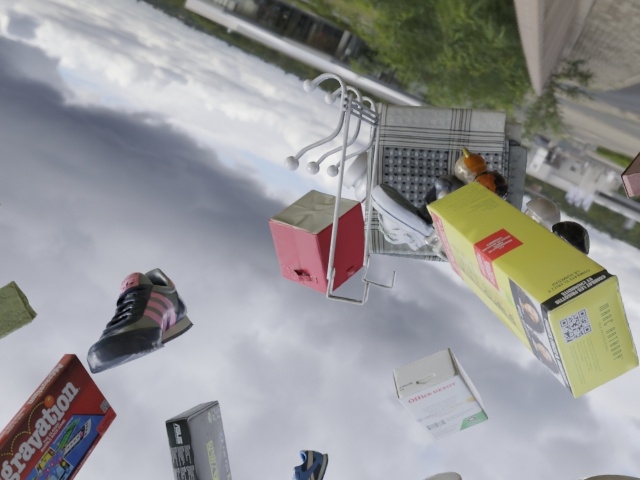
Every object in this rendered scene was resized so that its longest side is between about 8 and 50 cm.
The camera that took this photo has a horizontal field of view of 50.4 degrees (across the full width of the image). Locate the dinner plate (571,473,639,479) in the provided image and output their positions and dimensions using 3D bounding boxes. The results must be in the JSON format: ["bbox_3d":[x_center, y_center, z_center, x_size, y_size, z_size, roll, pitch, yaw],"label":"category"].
[{"bbox_3d":[0.311,0.266,0.692,0.141,0.017,0.141,-2,-174,0],"label":"dinner plate"}]

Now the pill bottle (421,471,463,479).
[{"bbox_3d":[0.193,0.428,0.909,0.214,0.117,0.117,66,-162,1],"label":"pill bottle"}]

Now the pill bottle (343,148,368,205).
[{"bbox_3d":[0.162,-0.121,1.679,0.221,0.121,0.121,37,-167,-2],"label":"pill bottle"}]

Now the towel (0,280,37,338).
[{"bbox_3d":[-0.737,0.172,1.549,0.110,0.148,0.027,57,161,3],"label":"towel"}]

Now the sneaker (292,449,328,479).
[{"bbox_3d":[-0.031,0.458,1.270,0.059,0.053,0.144,24,-133,-2],"label":"sneaker"}]

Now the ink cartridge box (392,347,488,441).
[{"bbox_3d":[0.289,0.373,1.636,0.212,0.154,0.093,53,-162,-38],"label":"ink cartridge box"}]

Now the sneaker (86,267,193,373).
[{"bbox_3d":[-0.305,0.122,1.100,0.319,0.112,0.131,-50,-61,-86],"label":"sneaker"}]

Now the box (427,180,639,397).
[{"bbox_3d":[0.168,0.027,0.577,0.087,0.058,0.232,64,179,-26],"label":"box"}]

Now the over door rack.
[{"bbox_3d":[0.034,-0.072,1.041,0.108,0.324,0.239,-5,-178,17],"label":"over door rack"}]

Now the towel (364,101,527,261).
[{"bbox_3d":[0.252,-0.111,1.347,0.324,0.312,0.056,5,173,-7],"label":"towel"}]

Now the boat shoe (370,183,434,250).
[{"bbox_3d":[0.139,-0.025,1.160,0.226,0.076,0.083,27,-157,-52],"label":"boat shoe"}]

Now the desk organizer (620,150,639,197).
[{"bbox_3d":[0.608,-0.129,1.263,0.050,0.047,0.130,-12,-162,45],"label":"desk organizer"}]

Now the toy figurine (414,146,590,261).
[{"bbox_3d":[0.256,-0.023,0.976,0.210,0.148,0.213,37,-163,-7],"label":"toy figurine"}]

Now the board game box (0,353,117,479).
[{"bbox_3d":[-0.412,0.316,0.994,0.027,0.145,0.281,-5,-146,25],"label":"board game box"}]

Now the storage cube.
[{"bbox_3d":[0.000,0.000,1.852,0.184,0.193,0.215,18,-138,40],"label":"storage cube"}]

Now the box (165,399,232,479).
[{"bbox_3d":[-0.202,0.383,1.163,0.045,0.190,0.184,-11,173,4],"label":"box"}]
